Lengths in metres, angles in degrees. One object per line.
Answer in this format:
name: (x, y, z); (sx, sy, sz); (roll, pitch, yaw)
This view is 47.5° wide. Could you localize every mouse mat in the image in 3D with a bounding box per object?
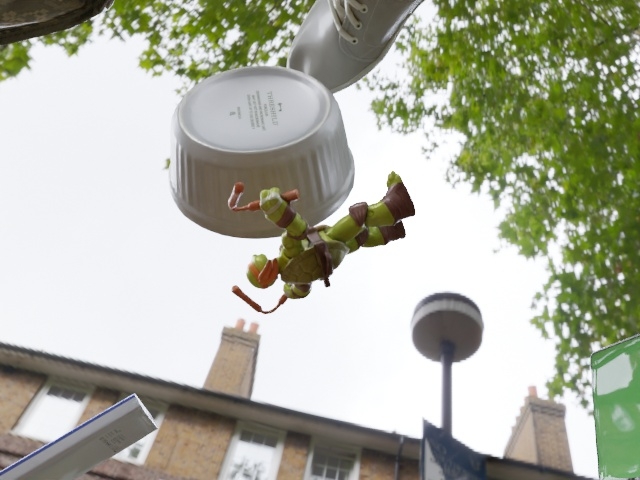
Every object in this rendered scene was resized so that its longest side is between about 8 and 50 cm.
mouse mat: (0.418, 0.232, 1.000); (0.007, 0.190, 0.153); (7, -22, -10)

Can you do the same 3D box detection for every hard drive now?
hard drive: (-0.498, 0.436, 1.489); (0.318, 0.040, 0.210); (-29, -21, -16)

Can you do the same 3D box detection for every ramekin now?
ramekin: (-0.087, -0.137, 1.025); (0.272, 0.273, 0.127); (4, -45, 8)

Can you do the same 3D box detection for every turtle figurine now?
turtle figurine: (0.000, 0.000, 0.823); (0.217, 0.087, 0.270); (-25, -33, -12)

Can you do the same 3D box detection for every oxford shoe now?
oxford shoe: (0.071, -0.371, 1.086); (0.449, 0.130, 0.169); (-34, -104, 44)

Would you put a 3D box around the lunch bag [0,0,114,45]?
lunch bag: (-0.310, -0.301, 0.630); (0.286, 0.169, 0.235); (-9, -97, 20)
